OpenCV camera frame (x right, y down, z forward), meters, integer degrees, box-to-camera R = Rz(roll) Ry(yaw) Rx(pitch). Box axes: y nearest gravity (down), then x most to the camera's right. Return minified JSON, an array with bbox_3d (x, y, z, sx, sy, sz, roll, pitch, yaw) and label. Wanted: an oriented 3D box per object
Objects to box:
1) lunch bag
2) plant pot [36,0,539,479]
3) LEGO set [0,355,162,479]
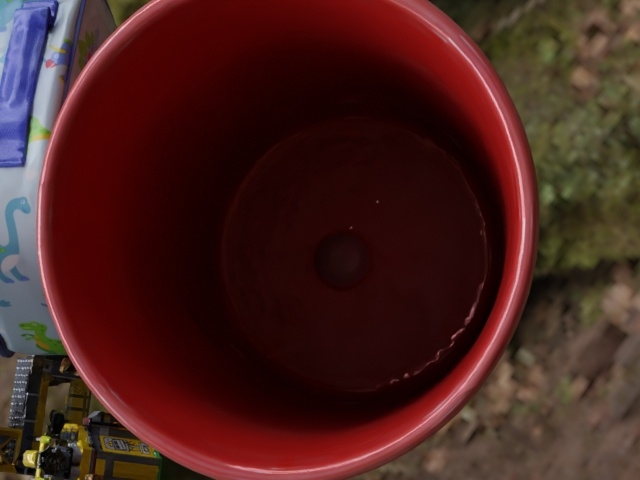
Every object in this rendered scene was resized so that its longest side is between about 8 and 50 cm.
[{"bbox_3d":[-0.177,-0.050,1.163,0.176,0.090,0.219,78,-167,-57],"label":"lunch bag"},{"bbox_3d":[0.000,0.000,1.052,0.275,0.275,0.243,-55,-12,2],"label":"plant pot"},{"bbox_3d":[-0.238,0.060,1.406,0.255,0.192,0.331,7,87,61],"label":"LEGO set"}]
